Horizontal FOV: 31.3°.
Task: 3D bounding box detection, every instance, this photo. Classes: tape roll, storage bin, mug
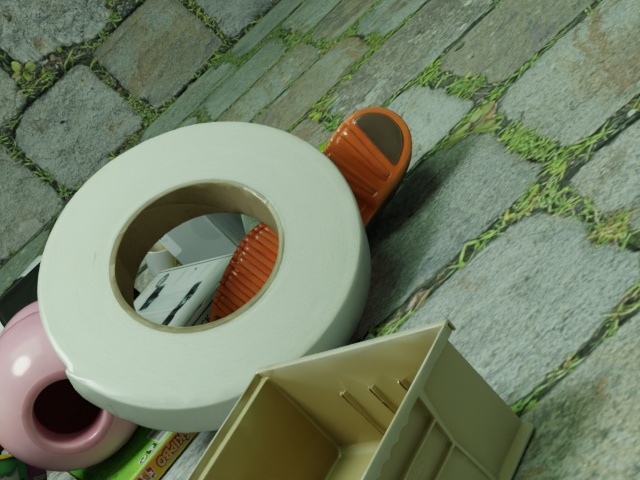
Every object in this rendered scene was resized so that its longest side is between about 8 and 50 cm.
[{"bbox_3d":[-0.136,0.033,1.328,0.392,0.072,0.392,-6,56,9],"label":"tape roll"},{"bbox_3d":[-0.001,0.219,0.917,0.262,0.123,0.260,-20,29,50],"label":"storage bin"},{"bbox_3d":[-0.271,0.033,2.005,0.078,0.064,0.062,-7,27,2],"label":"mug"}]

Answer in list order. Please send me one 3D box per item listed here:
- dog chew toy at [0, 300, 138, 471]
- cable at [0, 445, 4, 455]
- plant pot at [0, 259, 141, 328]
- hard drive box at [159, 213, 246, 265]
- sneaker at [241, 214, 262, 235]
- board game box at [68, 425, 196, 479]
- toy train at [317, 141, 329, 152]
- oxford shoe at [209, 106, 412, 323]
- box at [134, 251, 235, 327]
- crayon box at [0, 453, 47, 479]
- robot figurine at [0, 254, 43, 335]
[{"bbox_3d":[-0.338,0.167,1.506,0.206,0.206,0.332,-44,19,-2],"label":"dog chew toy"},{"bbox_3d":[-0.463,0.298,1.680,0.139,0.072,0.287,-105,25,-69],"label":"cable"},{"bbox_3d":[-0.402,0.140,1.887,0.187,0.188,0.167,-43,31,3],"label":"plant pot"},{"bbox_3d":[-0.185,-0.051,1.819,0.089,0.181,0.232,-38,18,18],"label":"hard drive box"},{"bbox_3d":[-0.066,-0.031,1.597,0.071,0.082,0.191,-27,-5,10],"label":"sneaker"},{"bbox_3d":[-0.254,0.272,1.483,0.124,0.039,0.259,-50,22,-20],"label":"board game box"},{"bbox_3d":[-0.014,-0.101,1.718,0.143,0.105,0.248,-40,13,-36],"label":"toy train"},{"bbox_3d":[0.000,0.000,1.471,0.363,0.130,0.133,-50,-13,0],"label":"oxford shoe"},{"bbox_3d":[-0.187,0.115,1.604,0.169,0.087,0.290,-53,20,-27],"label":"box"},{"bbox_3d":[-0.532,0.329,1.379,0.313,0.106,0.363,-9,-7,2],"label":"crayon box"},{"bbox_3d":[-0.498,0.140,2.087,0.174,0.209,0.278,8,50,40],"label":"robot figurine"}]
